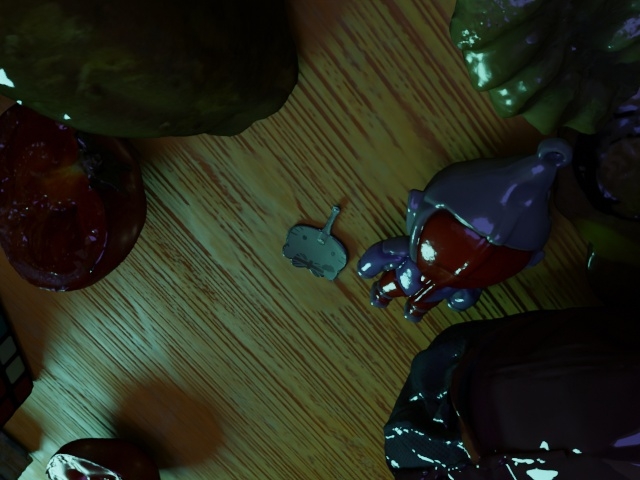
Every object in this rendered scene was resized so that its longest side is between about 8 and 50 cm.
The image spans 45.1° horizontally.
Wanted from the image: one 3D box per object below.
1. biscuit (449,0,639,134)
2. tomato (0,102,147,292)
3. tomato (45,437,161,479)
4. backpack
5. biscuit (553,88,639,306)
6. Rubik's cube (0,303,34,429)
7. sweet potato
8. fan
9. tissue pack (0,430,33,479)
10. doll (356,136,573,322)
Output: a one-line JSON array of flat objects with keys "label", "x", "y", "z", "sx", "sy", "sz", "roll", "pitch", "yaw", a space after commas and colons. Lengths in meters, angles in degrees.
[{"label": "biscuit", "x": 0.152, "y": -0.138, "z": 0.300, "sx": 0.187, "sy": 0.036, "sz": 0.273, "roll": 7, "pitch": 144, "yaw": -39}, {"label": "tomato", "x": -0.200, "y": -0.041, "z": 0.639, "sx": 0.139, "sy": 0.091, "sz": 0.159, "roll": -29, "pitch": 83, "yaw": 31}, {"label": "tomato", "x": -0.257, "y": 0.286, "z": 0.952, "sx": 0.156, "sy": 0.069, "sz": 0.155, "roll": 13, "pitch": 134, "yaw": 14}, {"label": "backpack", "x": 0.215, "y": 0.149, "z": 0.479, "sx": 0.283, "sy": 0.197, "sz": 0.317, "roll": 28, "pitch": 156, "yaw": -11}, {"label": "biscuit", "x": 0.242, "y": -0.048, "z": 0.441, "sx": 0.209, "sy": 0.041, "sz": 0.290, "roll": 12, "pitch": 132, "yaw": 17}, {"label": "Rubik's cube", "x": -0.469, "y": 0.152, "z": 0.868, "sx": 0.184, "sy": 0.182, "sz": 0.187, "roll": 11, "pitch": 131, "yaw": 18}, {"label": "sweet potato", "x": -0.140, "y": -0.141, "z": 0.411, "sx": 0.158, "sy": 0.370, "sz": 0.157, "roll": -2, "pitch": 86, "yaw": 26}, {"label": "fan", "x": 0.000, "y": 0.000, "z": 0.627, "sx": 0.056, "sy": 0.004, "sz": 0.083, "roll": 28, "pitch": 134, "yaw": 4}, {"label": "tissue pack", "x": -0.494, "y": 0.287, "z": 1.077, "sx": 0.116, "sy": 0.065, "sz": 0.155, "roll": -27, "pitch": 111, "yaw": 38}, {"label": "doll", "x": 0.098, "y": -0.001, "z": 0.527, "sx": 0.102, "sy": 0.075, "sz": 0.227, "roll": 20, "pitch": 145, "yaw": -9}]
